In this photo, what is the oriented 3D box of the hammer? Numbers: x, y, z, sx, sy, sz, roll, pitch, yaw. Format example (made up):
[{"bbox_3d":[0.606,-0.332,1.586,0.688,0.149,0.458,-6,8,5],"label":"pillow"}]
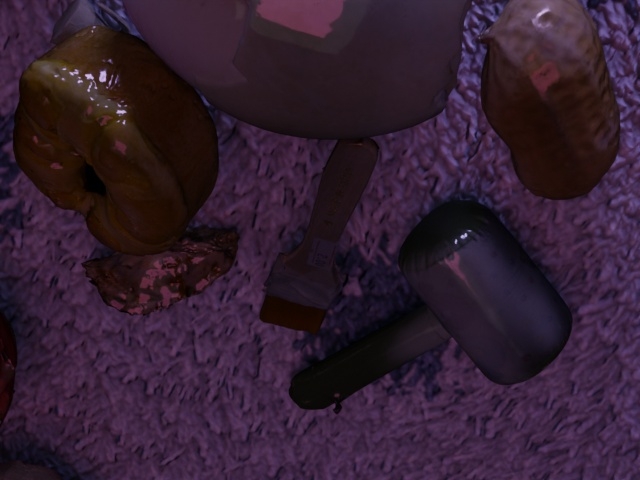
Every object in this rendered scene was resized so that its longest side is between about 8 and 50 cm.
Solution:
[{"bbox_3d":[0.094,0.107,1.524,0.336,0.119,0.206,-32,107,27],"label":"hammer"}]

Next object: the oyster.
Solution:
[{"bbox_3d":[-0.172,0.023,1.533,0.177,0.056,0.105,-24,123,18],"label":"oyster"}]

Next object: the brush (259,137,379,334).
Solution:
[{"bbox_3d":[0.000,0.000,1.444,0.085,0.020,0.336,16,142,-3],"label":"brush"}]

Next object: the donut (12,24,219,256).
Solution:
[{"bbox_3d":[-0.198,-0.092,1.374,0.208,0.128,0.261,41,158,0],"label":"donut"}]

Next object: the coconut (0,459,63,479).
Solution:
[{"bbox_3d":[-0.375,0.376,1.648,0.245,0.233,0.233,-10,115,11],"label":"coconut"}]

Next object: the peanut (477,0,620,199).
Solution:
[{"bbox_3d":[0.225,-0.136,1.371,0.129,0.129,0.224,-16,114,14],"label":"peanut"}]

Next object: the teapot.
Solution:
[{"bbox_3d":[-0.226,-0.206,1.425,0.083,0.057,0.067,37,118,-20],"label":"teapot"}]

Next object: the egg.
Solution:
[{"bbox_3d":[-0.019,-0.231,1.262,0.336,0.278,0.278,10,117,1],"label":"egg"}]

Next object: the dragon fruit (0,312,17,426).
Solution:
[{"bbox_3d":[-0.451,0.149,1.533,0.241,0.241,0.252,32,124,-10],"label":"dragon fruit"}]
